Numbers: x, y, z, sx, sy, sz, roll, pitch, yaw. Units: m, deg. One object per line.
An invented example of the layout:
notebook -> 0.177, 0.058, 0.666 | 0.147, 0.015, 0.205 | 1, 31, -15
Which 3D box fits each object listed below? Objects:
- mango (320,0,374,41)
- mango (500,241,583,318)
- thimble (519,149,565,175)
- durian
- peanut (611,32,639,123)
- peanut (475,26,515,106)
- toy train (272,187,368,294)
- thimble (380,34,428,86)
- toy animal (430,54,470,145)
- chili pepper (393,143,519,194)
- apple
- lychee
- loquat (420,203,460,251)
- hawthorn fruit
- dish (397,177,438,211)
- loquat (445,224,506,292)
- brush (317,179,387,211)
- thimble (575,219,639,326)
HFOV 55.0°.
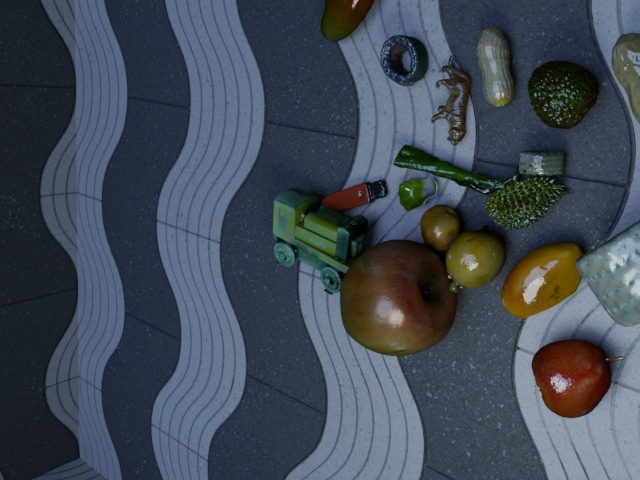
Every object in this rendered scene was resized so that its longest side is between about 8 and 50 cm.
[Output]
mango -> 0.087, -0.710, 1.813 | 0.146, 0.129, 0.289 | 43, 131, 22
mango -> 0.576, 0.102, 1.589 | 0.154, 0.126, 0.252 | 43, 122, 10
thimble -> 0.561, -0.197, 1.560 | 0.110, 0.084, 0.062 | -1, 102, 9
durian -> 0.525, -0.087, 1.587 | 0.221, 0.137, 0.095 | -30, 50, 37
peanut -> 0.735, -0.351, 1.373 | 0.124, 0.124, 0.256 | -31, 82, 38
peanut -> 0.453, -0.451, 1.598 | 0.087, 0.087, 0.206 | -7, 95, 39
toy train -> 0.000, 0.000, 1.976 | 0.397, 0.160, 0.253 | 27, 128, 31
thimble -> 0.241, -0.515, 1.749 | 0.118, 0.090, 0.135 | -36, 76, 37
toy animal -> 0.368, -0.388, 1.704 | 0.099, 0.057, 0.241 | 14, 106, 29
chili pepper -> 0.377, -0.198, 1.724 | 0.359, 0.085, 0.076 | 19, 149, 29
apple -> 0.211, 0.167, 1.765 | 0.305, 0.339, 0.338 | -18, 87, 47
lychee -> 0.576, -0.357, 1.477 | 0.171, 0.171, 0.171 | 9, 104, 37
loquat -> 0.343, -0.034, 1.758 | 0.137, 0.113, 0.137 | 170, 90, -70
hawthorn fruit -> 0.652, 0.333, 1.543 | 0.226, 0.196, 0.196 | -31, 79, 22
dish -> 0.296, -0.143, 1.816 | 0.137, 0.039, 0.091 | -19, 82, 38
loquat -> 0.414, 0.055, 1.669 | 0.149, 0.172, 0.204 | 38, 95, 18
brush -> 0.076, -0.130, 1.983 | 0.323, 0.051, 0.070 | -16, 91, 39
thimble -> 0.741, 0.048, 1.359 | 0.291, 0.292, 0.195 | -41, 73, 36
